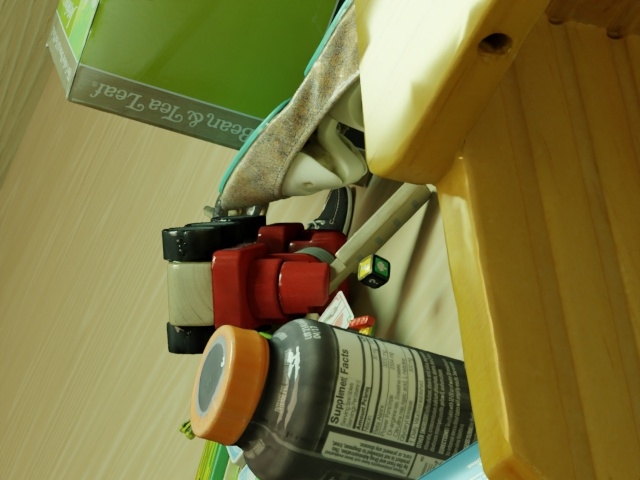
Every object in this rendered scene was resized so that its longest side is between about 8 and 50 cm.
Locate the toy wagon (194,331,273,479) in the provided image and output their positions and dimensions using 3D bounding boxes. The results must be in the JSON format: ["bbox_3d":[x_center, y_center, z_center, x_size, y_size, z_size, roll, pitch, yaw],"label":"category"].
[{"bbox_3d":[-0.079,0.226,1.912,0.344,0.068,0.267,172,113,-85],"label":"toy wagon"}]

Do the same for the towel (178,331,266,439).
[{"bbox_3d":[-0.084,0.113,2.105,0.237,0.021,0.102,-60,-6,37],"label":"towel"}]

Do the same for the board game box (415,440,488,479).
[{"bbox_3d":[0.110,0.278,1.201,0.253,0.079,0.336,-35,33,16],"label":"board game box"}]

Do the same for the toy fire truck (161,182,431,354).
[{"bbox_3d":[-0.009,0.018,1.845,0.217,0.246,0.159,-16,-75,-74],"label":"toy fire truck"}]

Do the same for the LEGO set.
[{"bbox_3d":[-0.011,0.127,1.689,0.244,0.060,0.182,-54,29,17],"label":"LEGO set"}]

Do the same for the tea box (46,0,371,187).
[{"bbox_3d":[-0.070,-0.269,1.967,0.220,0.329,0.324,-124,53,-66],"label":"tea box"}]

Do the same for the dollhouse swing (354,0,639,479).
[{"bbox_3d":[0.234,-0.055,0.892,0.315,0.346,0.305,-60,32,35],"label":"dollhouse swing"}]

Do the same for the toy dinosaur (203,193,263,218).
[{"bbox_3d":[-0.097,-0.044,2.295,0.268,0.064,0.118,132,156,-57],"label":"toy dinosaur"}]

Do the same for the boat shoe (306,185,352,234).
[{"bbox_3d":[0.000,0.000,1.996,0.046,0.038,0.125,-163,90,-72],"label":"boat shoe"}]

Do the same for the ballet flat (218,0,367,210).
[{"bbox_3d":[0.013,-0.115,1.825,0.107,0.106,0.316,-28,-21,-54],"label":"ballet flat"}]

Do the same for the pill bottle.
[{"bbox_3d":[0.028,0.135,1.468,0.130,0.245,0.130,-163,90,-72],"label":"pill bottle"}]
